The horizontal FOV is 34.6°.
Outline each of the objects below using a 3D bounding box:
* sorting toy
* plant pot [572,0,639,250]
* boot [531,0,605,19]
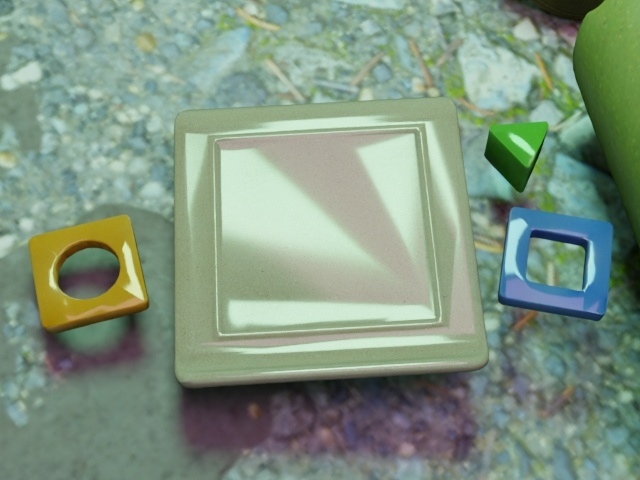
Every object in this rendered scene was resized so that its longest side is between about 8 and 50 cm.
[{"bbox_3d":[0.000,0.000,0.635,0.348,0.047,0.196,-3,62,-1],"label":"sorting toy"},{"bbox_3d":[0.279,-0.051,0.600,0.276,0.276,0.254,-12,56,-12],"label":"plant pot"},{"bbox_3d":[0.222,-0.237,0.764,0.197,0.073,0.152,17,65,-13],"label":"boot"}]
